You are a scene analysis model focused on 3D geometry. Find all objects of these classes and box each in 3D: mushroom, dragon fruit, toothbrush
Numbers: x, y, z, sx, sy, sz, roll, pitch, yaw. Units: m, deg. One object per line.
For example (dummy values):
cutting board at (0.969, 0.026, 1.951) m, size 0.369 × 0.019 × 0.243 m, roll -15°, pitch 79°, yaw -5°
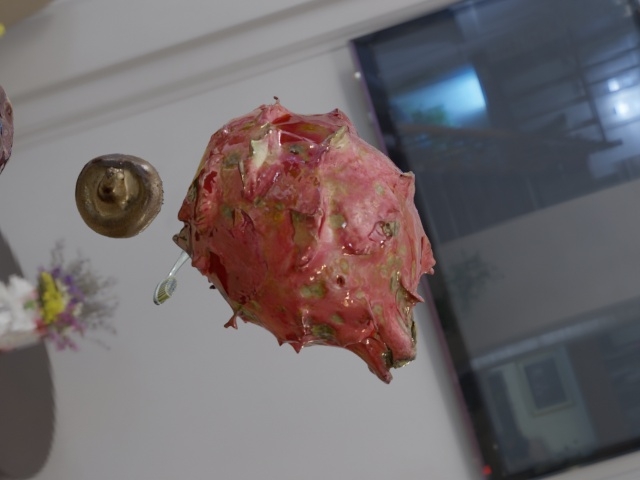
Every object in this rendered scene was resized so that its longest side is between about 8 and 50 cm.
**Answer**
mushroom at (-0.264, -0.061, 1.453) m, size 0.085 × 0.126 × 0.109 m, roll -45°, pitch 150°, yaw -49°
dragon fruit at (0.000, 0.000, 0.964) m, size 0.268 × 0.210 × 0.205 m, roll 51°, pitch -31°, yaw 5°
toothbrush at (-0.218, -0.006, 1.936) m, size 0.028 × 0.037 × 0.375 m, roll 49°, pitch 33°, yaw -19°

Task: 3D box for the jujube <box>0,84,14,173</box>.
jujube at (-0.671, -0.159, 1.696) m, size 0.276 × 0.377 × 0.276 m, roll -6°, pitch 90°, yaw -85°
